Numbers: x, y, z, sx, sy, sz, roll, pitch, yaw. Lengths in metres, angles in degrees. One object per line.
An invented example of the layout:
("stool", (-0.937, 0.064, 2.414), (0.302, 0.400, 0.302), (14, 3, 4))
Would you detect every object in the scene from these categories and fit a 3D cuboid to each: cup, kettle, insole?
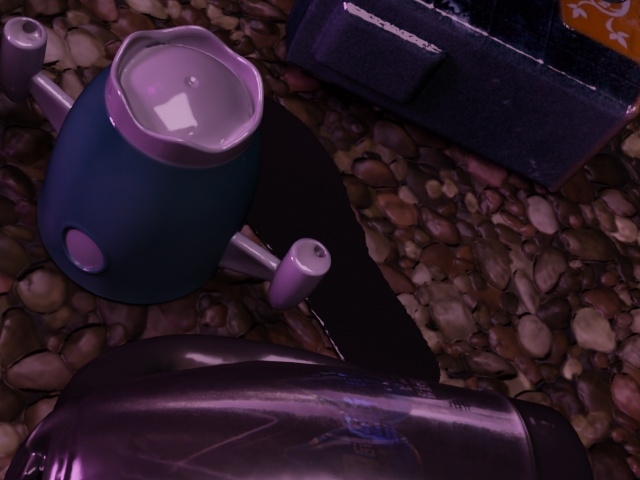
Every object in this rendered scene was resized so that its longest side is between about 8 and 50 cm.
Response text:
("cup", (-0.116, -0.064, 0.804), (0.299, 0.173, 0.167), (37, 51, 3))
("kettle", (-0.032, 0.159, 0.691), (0.324, 0.228, 0.321), (12, 29, -11))
("insole", (0.000, 0.000, 0.917), (0.109, 0.007, 0.322), (-20, 69, -30))

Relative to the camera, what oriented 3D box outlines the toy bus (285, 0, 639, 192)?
("toy bus", (0.139, -0.201, 1.013), (0.323, 0.162, 0.194), (24, 55, -10))
